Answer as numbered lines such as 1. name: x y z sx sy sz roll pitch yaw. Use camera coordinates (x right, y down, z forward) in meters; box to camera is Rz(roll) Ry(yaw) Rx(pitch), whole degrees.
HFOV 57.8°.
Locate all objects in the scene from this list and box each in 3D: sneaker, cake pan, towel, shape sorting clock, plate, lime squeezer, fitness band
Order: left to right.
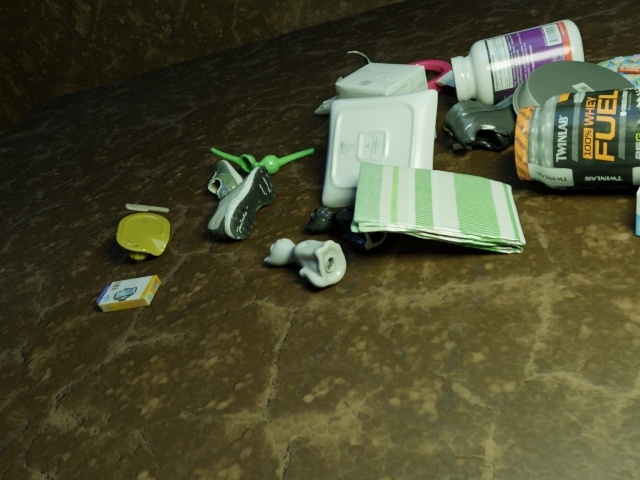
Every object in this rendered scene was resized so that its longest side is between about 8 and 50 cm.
1. sneaker: -0.283 -0.172 1.645 0.086 0.064 0.192 -24 36 -17
2. sneaker: -0.199 -0.103 1.475 0.107 0.100 0.272 -5 35 29
3. lime squeezer: -0.178 -0.237 1.668 0.310 0.059 0.110 1 55 7
4. plate: 0.128 -0.218 1.364 0.277 0.045 0.278 1 81 28
5. fitness band: 0.284 -0.499 1.864 0.290 0.054 0.209 -27 36 -11
6. towel: 0.232 -0.072 1.173 0.324 0.038 0.248 7 37 4
7. sneaker: 0.453 -0.281 1.417 0.286 0.109 0.130 -14 55 -4
8. cake pan: 0.597 -0.322 1.334 0.292 0.054 0.293 0 50 0
9. shape sorting clock: 0.789 -0.437 1.518 0.206 0.040 0.206 -13 32 9

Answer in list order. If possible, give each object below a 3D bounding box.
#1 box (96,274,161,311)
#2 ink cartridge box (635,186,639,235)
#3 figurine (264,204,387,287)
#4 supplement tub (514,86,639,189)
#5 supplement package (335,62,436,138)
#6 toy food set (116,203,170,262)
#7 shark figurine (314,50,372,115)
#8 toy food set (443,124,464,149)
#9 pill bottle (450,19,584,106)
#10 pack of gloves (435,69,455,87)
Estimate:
1. box: -0.441 0.122 1.325 0.136 0.028 0.081 -11 33 17
2. ink cartridge box: 0.627 -0.059 0.990 0.143 0.092 0.090 11 42 36
3. figurine: 0.000 0.000 1.242 0.215 0.092 0.209 -39 30 -28
4. supplement tub: 0.557 -0.196 1.135 0.315 0.194 0.194 1 38 30
5. supplement package: 0.175 -0.344 1.541 0.149 0.203 0.194 -36 36 -26
6. toy food set: -0.455 -0.009 1.502 0.128 0.071 0.218 2 32 -12
7. shark figurine: 0.120 -0.470 1.830 0.166 0.278 0.116 -7 63 -37
8. toy food set: 0.393 -0.307 1.528 0.132 0.039 0.192 -12 33 10
9. pill bottle: 0.525 -0.467 1.568 0.322 0.182 0.182 -10 33 14
10. pack of gloves: 0.500 -0.496 1.771 0.195 0.046 0.232 30 58 35
